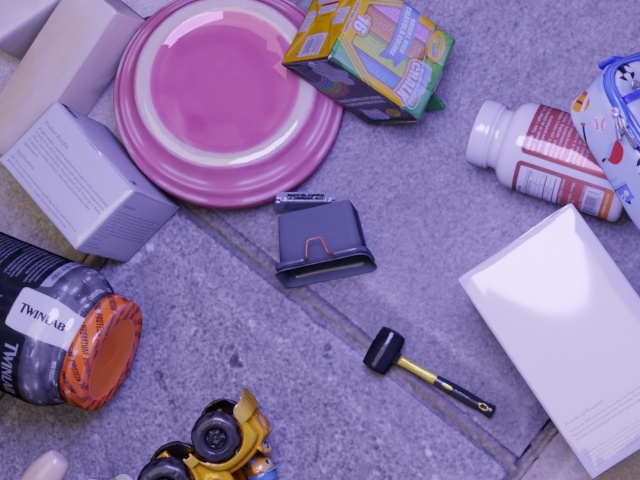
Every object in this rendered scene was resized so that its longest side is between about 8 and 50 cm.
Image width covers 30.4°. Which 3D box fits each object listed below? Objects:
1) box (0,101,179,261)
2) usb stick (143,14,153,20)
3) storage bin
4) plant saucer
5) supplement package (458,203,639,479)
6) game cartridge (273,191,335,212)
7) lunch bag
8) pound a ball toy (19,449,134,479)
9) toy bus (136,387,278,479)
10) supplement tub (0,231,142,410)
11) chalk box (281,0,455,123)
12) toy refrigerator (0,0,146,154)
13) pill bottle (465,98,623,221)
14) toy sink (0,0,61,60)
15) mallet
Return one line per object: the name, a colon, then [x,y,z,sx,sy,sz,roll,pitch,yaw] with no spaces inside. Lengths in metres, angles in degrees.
box: [-0.323,-0.079,1.667,0.119,0.182,0.181,-44,75,6]
usb stick: [-0.205,-0.203,1.728,0.077,0.045,0.277,-21,78,10]
storage bin: [0.000,0.000,1.635,0.135,0.098,0.091,-13,69,10]
plant saucer: [-0.131,-0.212,1.662,0.332,0.084,0.332,0,79,1]
supplement package: [0.332,0.128,1.494,0.175,0.177,0.293,-35,77,6]
game cartridge: [-0.024,-0.052,1.655,0.083,0.056,0.017,1,69,-8]
lunch bag: [0.466,-0.145,1.466,0.303,0.115,0.243,-21,78,-30]
pound a ball toy: [-0.286,0.441,1.573,0.136,0.208,0.319,-39,77,5]
toy bus: [-0.125,0.339,1.594,0.220,0.149,0.211,-43,89,1]
supplement tub: [-0.436,0.103,1.654,0.338,0.207,0.207,20,87,15]
chalk box: [0.083,-0.243,1.596,0.213,0.132,0.132,30,78,-29]
toy refrigerator: [-0.379,-0.242,1.719,0.094,0.102,0.269,41,103,15]
pill bottle: [0.309,-0.113,1.562,0.216,0.121,0.121,20,87,14]
toy sink: [-0.460,-0.414,1.771,0.153,0.131,0.234,-33,82,6]
mallet: [0.154,0.178,1.604,0.190,0.039,0.062,22,85,10]
